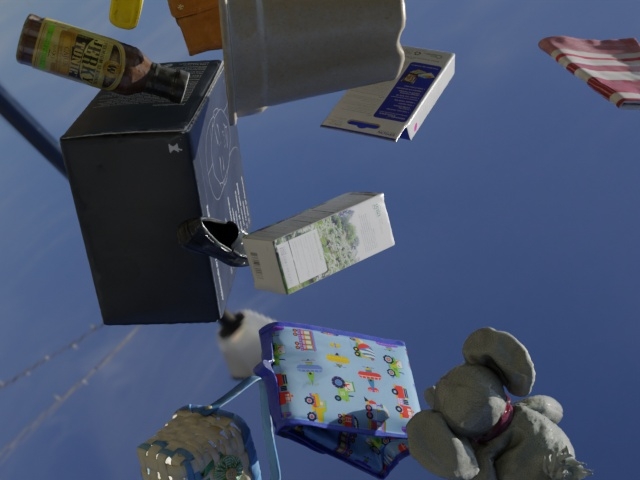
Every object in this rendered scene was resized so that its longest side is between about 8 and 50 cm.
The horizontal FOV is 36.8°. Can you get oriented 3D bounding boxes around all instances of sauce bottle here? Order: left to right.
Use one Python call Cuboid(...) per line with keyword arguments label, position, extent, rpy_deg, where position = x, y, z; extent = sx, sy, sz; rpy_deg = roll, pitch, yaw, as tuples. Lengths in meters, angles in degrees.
Cuboid(label="sauce bottle", position=(-0.444, -0.367, 1.981), extent=(0.111, 0.344, 0.111), rpy_deg=(-166, -90, -78))

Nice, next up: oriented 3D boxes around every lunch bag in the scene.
Cuboid(label="lunch bag", position=(0.018, 0.257, 1.659), extent=(0.138, 0.293, 0.221), rpy_deg=(-47, -145, 32))

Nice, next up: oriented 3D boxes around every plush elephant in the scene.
Cuboid(label="plush elephant", position=(0.262, 0.302, 1.544), extent=(0.272, 0.255, 0.330), rpy_deg=(-41, 176, -20))

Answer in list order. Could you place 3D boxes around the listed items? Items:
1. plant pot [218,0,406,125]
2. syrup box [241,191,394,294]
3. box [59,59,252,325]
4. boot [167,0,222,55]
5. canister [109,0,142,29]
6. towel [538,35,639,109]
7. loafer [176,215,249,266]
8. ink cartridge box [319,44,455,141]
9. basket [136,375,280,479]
Cuboid(label="plant pot", position=(-0.020, -0.376, 1.659), extent=(0.306, 0.333, 0.334), rpy_deg=(-5, -150, -5))
Cuboid(label="syrup box", position=(0.000, 0.000, 1.577), extent=(0.237, 0.093, 0.096), rpy_deg=(-25, -162, -33))
Cuboid(label="box", position=(-0.363, -0.124, 2.282), extent=(0.297, 0.479, 0.471), rpy_deg=(-3, -152, 6))
Cuboid(label="boot", position=(-0.219, -0.539, 1.991), extent=(0.211, 0.295, 0.104), rpy_deg=(-13, 169, 1))
Cuboid(label="canister", position=(-0.425, -0.570, 2.157), extent=(0.126, 0.073, 0.170), rpy_deg=(115, -17, -46))
Cuboid(label="towel", position=(0.627, -0.349, 1.976), extent=(0.237, 0.037, 0.329), rpy_deg=(-3, -148, -17))
Cuboid(label="loafer", position=(-0.183, 0.001, 1.893), extent=(0.078, 0.223, 0.076), rpy_deg=(-29, -119, 31))
Cuboid(label="ink cartridge box", position=(0.154, -0.314, 2.114), extent=(0.176, 0.069, 0.371), rpy_deg=(14, -138, 21))
Cuboid(label="basket", position=(-0.182, 0.416, 1.771), extent=(0.201, 0.254, 0.289), rpy_deg=(4, -159, 34))
